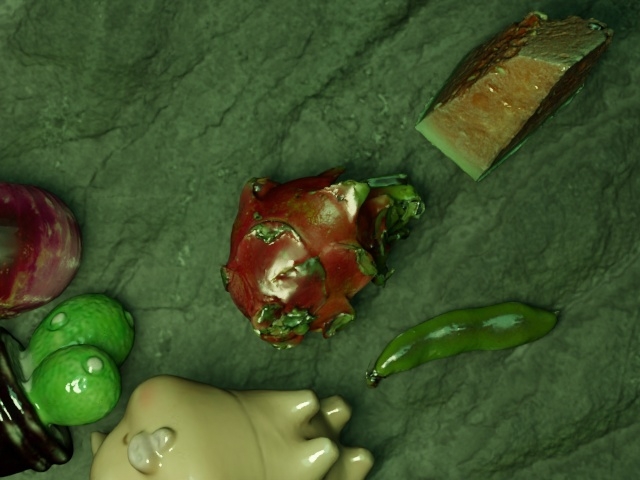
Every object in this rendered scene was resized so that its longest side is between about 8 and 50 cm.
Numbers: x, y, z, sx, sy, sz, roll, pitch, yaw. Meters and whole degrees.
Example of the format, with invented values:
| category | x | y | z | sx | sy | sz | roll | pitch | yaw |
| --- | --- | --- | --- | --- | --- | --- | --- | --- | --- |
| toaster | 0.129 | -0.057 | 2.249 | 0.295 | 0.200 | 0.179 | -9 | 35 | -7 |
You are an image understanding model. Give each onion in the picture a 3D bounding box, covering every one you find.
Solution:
| category | x | y | z | sx | sy | sz | roll | pitch | yaw |
| --- | --- | --- | --- | --- | --- | --- | --- | --- | --- |
| onion | -0.377 | 0.007 | 1.828 | 0.207 | 0.200 | 0.200 | 27 | 76 | -8 |

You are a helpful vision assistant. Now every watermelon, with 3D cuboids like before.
| category | x | y | z | sx | sy | sz | roll | pitch | yaw |
| --- | --- | --- | --- | --- | --- | --- | --- | --- | --- |
| watermelon | 0.248 | -0.199 | 1.920 | 0.140 | 0.257 | 0.193 | 42 | 67 | -2 |

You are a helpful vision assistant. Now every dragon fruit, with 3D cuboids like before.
| category | x | y | z | sx | sy | sz | roll | pitch | yaw |
| --- | --- | --- | --- | --- | --- | --- | --- | --- | --- |
| dragon fruit | 0.012 | 0.016 | 1.884 | 0.269 | 0.198 | 0.200 | -8 | 59 | -18 |

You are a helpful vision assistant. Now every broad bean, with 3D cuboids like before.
| category | x | y | z | sx | sy | sz | roll | pitch | yaw |
| --- | --- | --- | --- | --- | --- | --- | --- | --- | --- |
| broad bean | 0.170 | 0.115 | 1.951 | 0.255 | 0.046 | 0.065 | -15 | 88 | -9 |

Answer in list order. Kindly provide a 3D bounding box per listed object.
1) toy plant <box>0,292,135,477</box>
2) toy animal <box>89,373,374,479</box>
| category | x | y | z | sx | sy | sz | roll | pitch | yaw |
| --- | --- | --- | --- | --- | --- | --- | --- | --- | --- |
| toy plant | -0.310 | 0.160 | 1.804 | 0.235 | 0.218 | 0.175 | -29 | 111 | -1 |
| toy animal | -0.101 | 0.251 | 1.767 | 0.269 | 0.326 | 0.237 | -34 | 61 | 14 |
